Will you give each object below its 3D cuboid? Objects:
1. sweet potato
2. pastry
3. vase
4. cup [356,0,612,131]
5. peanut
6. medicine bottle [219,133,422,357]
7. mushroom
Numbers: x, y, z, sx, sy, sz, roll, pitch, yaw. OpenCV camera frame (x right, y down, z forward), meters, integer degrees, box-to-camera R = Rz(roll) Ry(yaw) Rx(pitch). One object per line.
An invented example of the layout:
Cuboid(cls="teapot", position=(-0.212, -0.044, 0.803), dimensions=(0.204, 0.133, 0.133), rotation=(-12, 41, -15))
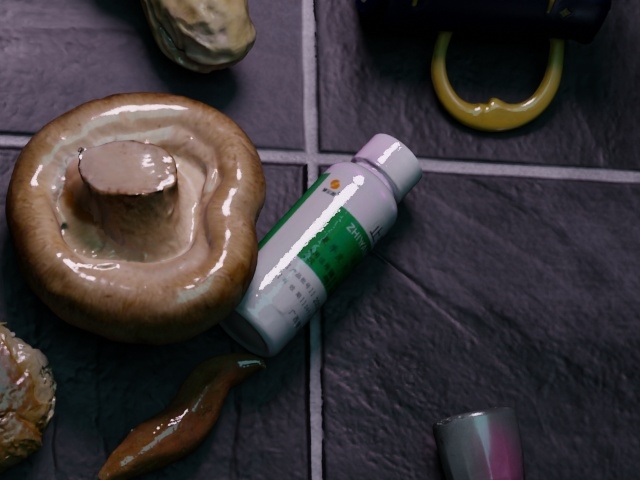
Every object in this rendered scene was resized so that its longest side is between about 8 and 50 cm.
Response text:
Cuboid(cls="sweet potato", position=(-0.136, 0.178, 1.708), dimensions=(0.055, 0.058, 0.202), rotation=(23, 55, 42))
Cuboid(cls="pastry", position=(-0.328, 0.152, 1.655), dimensions=(0.153, 0.081, 0.153), rotation=(5, 71, -16))
Cuboid(cls="vase", position=(0.175, 0.278, 1.732), dimensions=(0.086, 0.086, 0.214), rotation=(-8, 79, -15))
Cuboid(cls="cup", position=(0.175, -0.266, 1.856), dimensions=(0.256, 0.178, 0.255), rotation=(1, 71, -10))
Cuboid(cls="peanut", position=(-0.166, -0.304, 1.818), dimensions=(0.130, 0.130, 0.290), rotation=(-32, 80, -20))
Cuboid(cls="medicine bottle", position=(0.000, 0.000, 1.772), dimensions=(0.095, 0.095, 0.260), rotation=(40, 70, 2))
Cuboid(cls="mushroom", position=(-0.174, -0.026, 1.704), dimensions=(0.278, 0.146, 0.278), rotation=(-1, 58, 1))
